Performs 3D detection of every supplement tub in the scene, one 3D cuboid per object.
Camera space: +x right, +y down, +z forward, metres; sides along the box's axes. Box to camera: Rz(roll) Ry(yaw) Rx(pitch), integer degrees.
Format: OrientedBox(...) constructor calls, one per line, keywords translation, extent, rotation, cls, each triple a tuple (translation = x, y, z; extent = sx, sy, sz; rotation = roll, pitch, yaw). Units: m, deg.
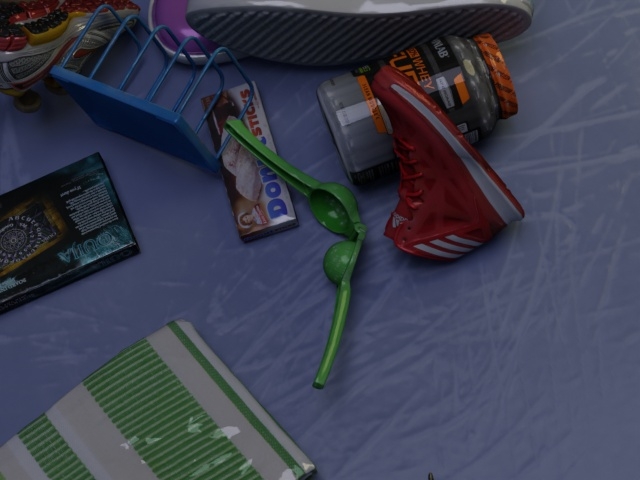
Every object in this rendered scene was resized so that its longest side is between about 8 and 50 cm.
OrientedBox(translation=(0.101, -0.141, 1.637), extent=(0.190, 0.117, 0.117), rotation=(-21, 64, -1), cls="supplement tub")

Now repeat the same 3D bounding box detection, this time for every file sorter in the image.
OrientedBox(translation=(-0.174, -0.166, 1.678), extent=(0.170, 0.118, 0.104), rotation=(22, 75, 26), cls="file sorter")

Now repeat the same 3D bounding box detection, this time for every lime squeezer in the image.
OrientedBox(translation=(0.000, 0.000, 1.605), extent=(0.110, 0.059, 0.310), rotation=(0, 60, -36), cls="lime squeezer")

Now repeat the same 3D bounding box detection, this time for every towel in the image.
OrientedBox(translation=(-0.195, 0.250, 1.553), extent=(0.325, 0.038, 0.248), rotation=(-40, 64, -8), cls="towel")

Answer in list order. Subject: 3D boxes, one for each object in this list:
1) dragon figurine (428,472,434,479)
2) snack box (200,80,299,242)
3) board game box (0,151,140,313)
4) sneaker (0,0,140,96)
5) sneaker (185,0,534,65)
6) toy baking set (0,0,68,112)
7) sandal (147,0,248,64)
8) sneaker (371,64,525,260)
OrientedBox(translation=(0.017, 0.321, 1.422), extent=(0.289, 0.144, 0.085), rotation=(-41, 66, -10), cls="dragon figurine")
OrientedBox(translation=(-0.077, -0.086, 1.693), extent=(0.064, 0.022, 0.178), rotation=(-18, 64, 2), cls="snack box")
OrientedBox(translation=(-0.300, -0.004, 1.691), extent=(0.186, 0.026, 0.126), rotation=(-24, 64, -2), cls="board game box")
OrientedBox(translation=(-0.284, -0.221, 1.719), extent=(0.088, 0.092, 0.225), rotation=(27, 34, 25), cls="sneaker")
OrientedBox(translation=(0.040, -0.281, 1.684), extent=(0.366, 0.135, 0.150), rotation=(-1, 68, 3), cls="sneaker")
OrientedBox(translation=(-0.374, -0.225, 1.750), extent=(0.256, 0.030, 0.196), rotation=(7, 48, -8), cls="toy baking set")
OrientedBox(translation=(-0.015, -0.344, 1.757), extent=(0.416, 0.102, 0.169), rotation=(-29, 64, -4), cls="sandal")
OrientedBox(translation=(0.095, -0.060, 1.560), extent=(0.128, 0.221, 0.087), rotation=(-41, 23, 7), cls="sneaker")
